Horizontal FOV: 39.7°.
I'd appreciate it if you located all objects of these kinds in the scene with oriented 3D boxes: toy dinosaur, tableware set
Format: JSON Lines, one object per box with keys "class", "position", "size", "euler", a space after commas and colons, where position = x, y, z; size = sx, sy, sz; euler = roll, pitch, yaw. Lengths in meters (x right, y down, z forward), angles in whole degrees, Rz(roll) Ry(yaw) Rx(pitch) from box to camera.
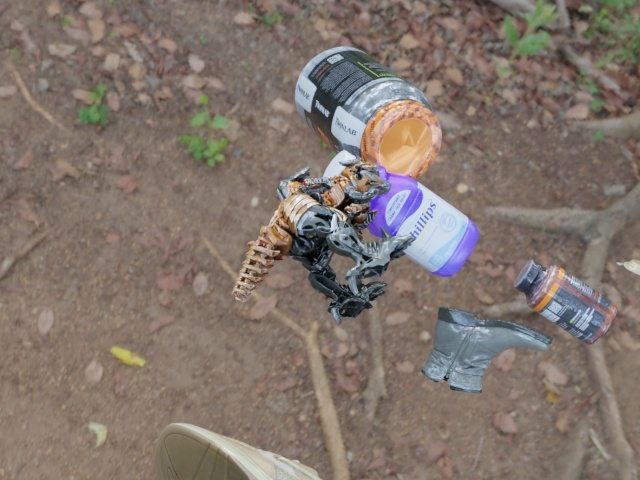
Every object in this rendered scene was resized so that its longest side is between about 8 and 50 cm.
{"class": "toy dinosaur", "position": [0.000, 0.000, 1.280], "size": [0.218, 0.164, 0.322], "euler": [42, 72, 15]}
{"class": "tableware set", "position": [0.647, 0.071, 1.663], "size": [0.141, 0.020, 0.169], "euler": [5, 24, -26]}

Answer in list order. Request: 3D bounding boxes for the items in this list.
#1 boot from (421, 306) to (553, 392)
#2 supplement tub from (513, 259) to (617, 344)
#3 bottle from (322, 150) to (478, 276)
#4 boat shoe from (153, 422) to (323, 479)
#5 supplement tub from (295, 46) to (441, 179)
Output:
{"class": "boot", "position": [0.335, 0.234, 1.790], "size": [0.246, 0.083, 0.161], "euler": [11, 90, 23]}
{"class": "supplement tub", "position": [0.498, 0.120, 1.818], "size": [0.198, 0.106, 0.106], "euler": [34, 50, 2]}
{"class": "bottle", "position": [0.134, -0.050, 1.507], "size": [0.283, 0.092, 0.118], "euler": [34, 87, -20]}
{"class": "boat shoe", "position": [-0.051, 0.321, 1.059], "size": [0.341, 0.122, 0.110], "euler": [28, 17, 24]}
{"class": "supplement tub", "position": [0.097, -0.256, 1.816], "size": [0.207, 0.207, 0.338], "euler": [-1, 27, -24]}
